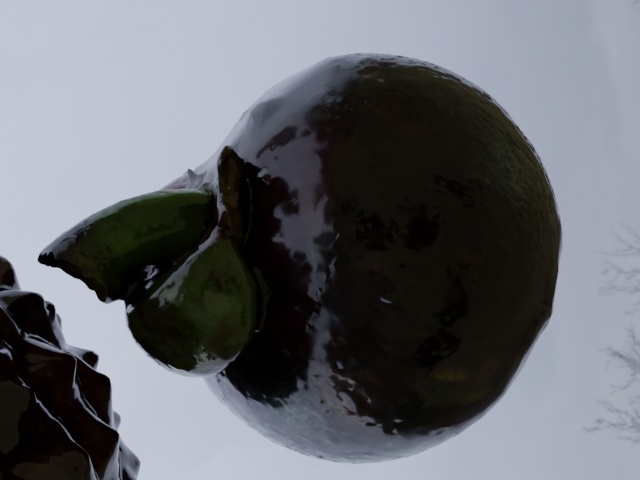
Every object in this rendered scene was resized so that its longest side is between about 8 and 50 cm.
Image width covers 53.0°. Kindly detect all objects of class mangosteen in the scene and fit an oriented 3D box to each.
[{"bbox_3d":[0.000,0.000,0.480,0.360,0.306,0.306,22,-119,-25],"label":"mangosteen"}]

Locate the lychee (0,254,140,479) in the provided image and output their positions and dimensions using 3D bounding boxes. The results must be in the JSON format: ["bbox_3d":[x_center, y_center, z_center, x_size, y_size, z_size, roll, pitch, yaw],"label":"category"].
[{"bbox_3d":[-0.307,0.203,0.363,0.424,0.425,0.499,-48,-32,-48],"label":"lychee"}]
